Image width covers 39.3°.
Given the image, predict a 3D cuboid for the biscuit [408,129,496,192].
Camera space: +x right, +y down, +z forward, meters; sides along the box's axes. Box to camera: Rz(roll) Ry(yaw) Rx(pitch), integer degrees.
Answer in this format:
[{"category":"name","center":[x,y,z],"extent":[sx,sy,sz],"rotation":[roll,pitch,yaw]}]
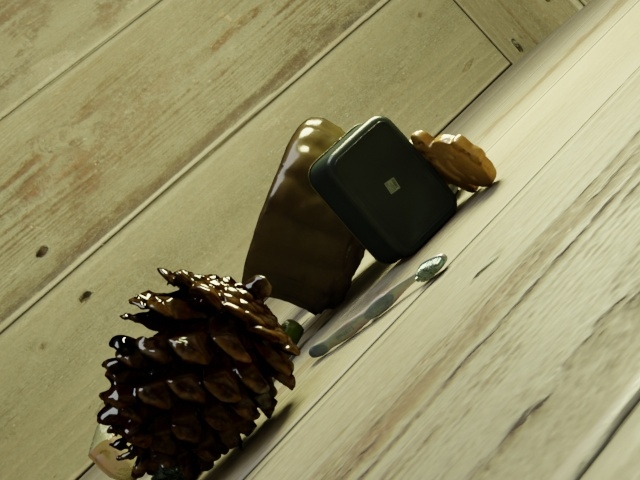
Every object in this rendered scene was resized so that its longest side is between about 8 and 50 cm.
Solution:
[{"category":"biscuit","center":[0.194,-0.113,1.322],"extent":[0.027,0.133,0.184],"rotation":[-53,32,-11]}]

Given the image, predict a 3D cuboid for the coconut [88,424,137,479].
[{"category":"coconut","center":[-0.378,0.391,1.709],"extent":[0.116,0.122,0.116],"rotation":[-42,1,1]}]

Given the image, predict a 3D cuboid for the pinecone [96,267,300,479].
[{"category":"pinecone","center":[-0.148,0.152,1.065],"extent":[0.272,0.224,0.224],"rotation":[-57,3,-1]}]

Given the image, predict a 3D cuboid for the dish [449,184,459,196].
[{"category":"dish","center":[0.182,-0.079,1.524],"extent":[0.190,0.066,0.190],"rotation":[-46,3,4]}]

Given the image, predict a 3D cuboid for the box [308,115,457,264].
[{"category":"box","center":[0.096,-0.077,1.340],"extent":[0.144,0.201,0.090],"rotation":[-42,6,-18]}]

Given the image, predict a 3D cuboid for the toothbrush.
[{"category":"toothbrush","center":[0.063,0.087,1.098],"extent":[0.269,0.021,0.027],"rotation":[-42,-3,41]}]

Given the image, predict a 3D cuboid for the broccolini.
[{"category":"broccolini","center":[-0.130,0.216,1.288],"extent":[0.079,0.074,0.392],"rotation":[-33,8,31]}]

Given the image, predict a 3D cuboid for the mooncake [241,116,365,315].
[{"category":"mooncake","center":[-0.004,-0.037,1.518],"extent":[0.324,0.187,0.324],"rotation":[-158,90,-89]}]
